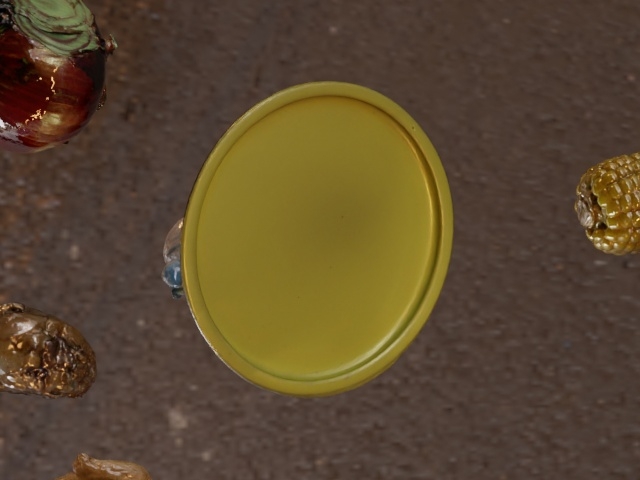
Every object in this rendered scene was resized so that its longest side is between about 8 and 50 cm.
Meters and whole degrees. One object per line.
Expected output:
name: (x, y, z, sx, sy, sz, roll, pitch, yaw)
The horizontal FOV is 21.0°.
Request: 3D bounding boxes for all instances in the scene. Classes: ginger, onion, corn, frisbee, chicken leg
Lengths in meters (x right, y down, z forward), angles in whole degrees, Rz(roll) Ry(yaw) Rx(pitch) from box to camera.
ginger: (-0.218, 0.227, 1.531, 0.137, 0.044, 0.057, -28, 77, 10)
onion: (-0.204, -0.116, 1.222, 0.118, 0.118, 0.117, -51, 25, 26)
corn: (0.303, -0.043, 1.315, 0.080, 0.231, 0.080, 167, 90, -75)
frisbee: (0.000, 0.000, 1.267, 0.017, 0.236, 0.236, 16, 98, 57)
chicken leg: (-0.273, 0.081, 1.346, 0.198, 0.085, 0.069, 7, 80, 7)

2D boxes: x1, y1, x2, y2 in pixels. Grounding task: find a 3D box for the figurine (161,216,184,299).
figurine: (-0.071, 0.009, 1.350, 0.114, 0.114, 0.079, -20, 84, 38)
